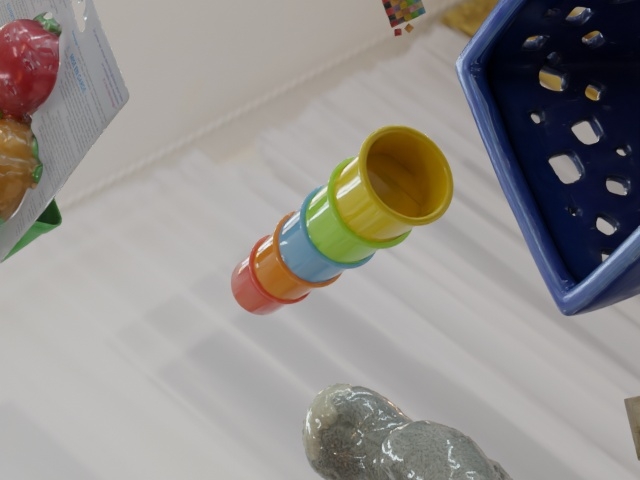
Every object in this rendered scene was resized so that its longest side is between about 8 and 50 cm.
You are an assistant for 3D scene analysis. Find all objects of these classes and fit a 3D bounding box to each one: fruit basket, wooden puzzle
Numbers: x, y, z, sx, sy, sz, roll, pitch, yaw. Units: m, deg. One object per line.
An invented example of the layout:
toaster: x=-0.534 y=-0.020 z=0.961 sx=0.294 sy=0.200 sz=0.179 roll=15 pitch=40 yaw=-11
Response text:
fruit basket: x=-0.348 y=-0.151 z=1.716 sx=0.165 sy=0.327 sz=0.353 roll=20 pitch=-56 yaw=-44
wooden puzzle: x=0.107 y=-0.304 z=1.891 sx=0.049 sy=0.006 sz=0.083 roll=-26 pitch=-55 yaw=-2

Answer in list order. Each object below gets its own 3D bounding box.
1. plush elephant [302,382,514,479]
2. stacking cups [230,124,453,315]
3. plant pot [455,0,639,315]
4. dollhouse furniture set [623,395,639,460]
plush elephant: x=0.056 y=0.260 z=0.867 sx=0.255 sy=0.330 sz=0.272 roll=-15 pitch=-75 yaw=-43
stacking cups: x=0.000 y=0.000 z=1.377 sx=0.096 sy=0.096 sz=0.316 roll=-41 pitch=2 yaw=-37
plant pot: x=0.269 y=-0.105 z=1.074 sx=0.212 sy=0.236 sz=0.236 roll=-6 pitch=-26 yaw=-29
dollhouse furniture set: x=0.464 y=0.177 z=1.724 sx=0.183 sy=0.129 sz=0.129 roll=-18 pitch=-15 yaw=26
